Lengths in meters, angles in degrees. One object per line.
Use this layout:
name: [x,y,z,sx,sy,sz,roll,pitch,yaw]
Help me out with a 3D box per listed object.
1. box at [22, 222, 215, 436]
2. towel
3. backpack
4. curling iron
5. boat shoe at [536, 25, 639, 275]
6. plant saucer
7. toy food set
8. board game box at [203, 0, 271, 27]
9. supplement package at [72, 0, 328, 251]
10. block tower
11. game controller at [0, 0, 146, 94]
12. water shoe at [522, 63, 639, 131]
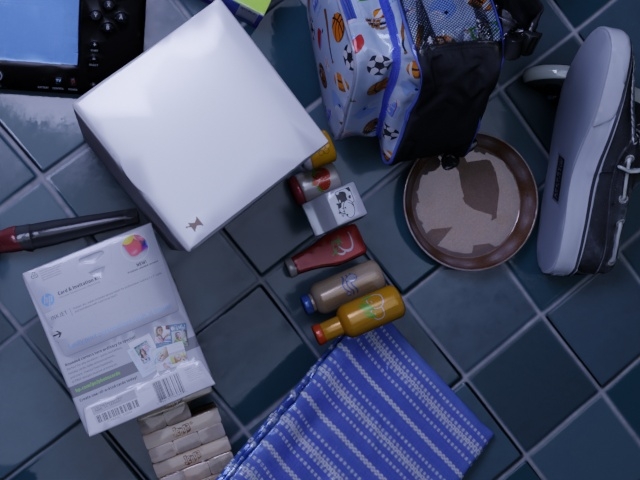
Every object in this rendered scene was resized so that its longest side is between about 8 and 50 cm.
box: [-0.213,0.093,1.206,0.145,0.038,0.186,-23,95,-11]
towel: [0.035,0.268,1.290,0.243,0.040,0.336,48,67,-16]
backpack: [0.092,-0.241,1.254,0.213,0.276,0.263,0,65,-12]
curling iron: [-0.336,0.012,1.279,0.274,0.035,0.068,-19,90,-9]
boat shoe: [0.334,-0.096,1.324,0.105,0.113,0.306,2,111,-10]
plant saucer: [0.179,-0.047,1.376,0.169,0.029,0.168,0,91,-10]
toy food set: [0.000,0.000,1.302,0.105,0.111,0.232,-23,88,-8]
board game box: [-0.174,-0.427,1.289,0.347,0.078,0.233,25,86,-9]
supplement package: [-0.132,-0.107,1.186,0.175,0.293,0.177,-38,97,-8]
block tower: [-0.159,0.198,1.282,0.091,0.097,0.335,-20,92,-10]
game controller: [-0.354,-0.250,1.253,0.319,0.067,0.166,3,99,-9]
water shoe: [0.337,-0.156,1.383,0.203,0.073,0.080,16,89,-9]
